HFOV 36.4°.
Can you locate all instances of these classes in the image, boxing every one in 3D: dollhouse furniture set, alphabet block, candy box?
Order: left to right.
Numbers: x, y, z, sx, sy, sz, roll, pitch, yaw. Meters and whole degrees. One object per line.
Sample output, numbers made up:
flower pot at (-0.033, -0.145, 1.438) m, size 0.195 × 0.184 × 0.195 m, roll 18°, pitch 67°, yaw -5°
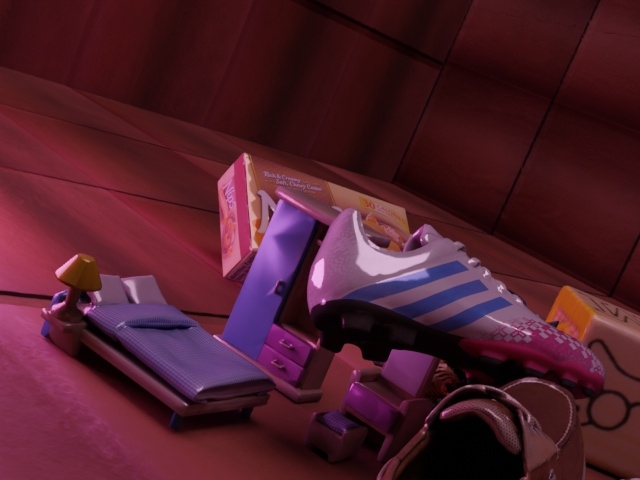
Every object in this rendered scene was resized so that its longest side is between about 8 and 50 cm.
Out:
dollhouse furniture set at (-0.060, 0.068, 0.939) m, size 0.286 × 0.198 × 0.303 m, roll 29°, pitch 12°, yaw 32°
candy box at (0.000, 0.000, 1.507) m, size 0.316 × 0.087 × 0.183 m, roll 17°, pitch 48°, yaw -30°
alphabet block at (0.397, 0.197, 1.319) m, size 0.197 × 0.192 × 0.193 m, roll 24°, pitch 8°, yaw -2°

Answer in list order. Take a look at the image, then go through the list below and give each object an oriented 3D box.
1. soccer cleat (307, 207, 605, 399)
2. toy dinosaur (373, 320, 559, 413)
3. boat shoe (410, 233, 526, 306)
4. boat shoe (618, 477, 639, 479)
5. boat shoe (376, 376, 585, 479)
soccer cleat at (0.144, 0.063, 0.944) m, size 0.331 × 0.143 × 0.116 m, roll 19°, pitch -28°, yaw -22°
toy dinosaur at (0.159, 0.169, 1.154) m, size 0.218 × 0.164 × 0.322 m, roll 12°, pitch 20°, yaw 9°
boat shoe at (0.209, 0.074, 1.701) m, size 0.340 × 0.127 × 0.158 m, roll 18°, pitch 4°, yaw -32°
boat shoe at (0.266, 0.263, 0.858) m, size 0.098 × 0.096 × 0.277 m, roll 57°, pitch 15°, yaw 5°
boat shoe at (0.134, 0.175, 0.758) m, size 0.123 × 0.116 × 0.324 m, roll 16°, pitch 24°, yaw 25°
